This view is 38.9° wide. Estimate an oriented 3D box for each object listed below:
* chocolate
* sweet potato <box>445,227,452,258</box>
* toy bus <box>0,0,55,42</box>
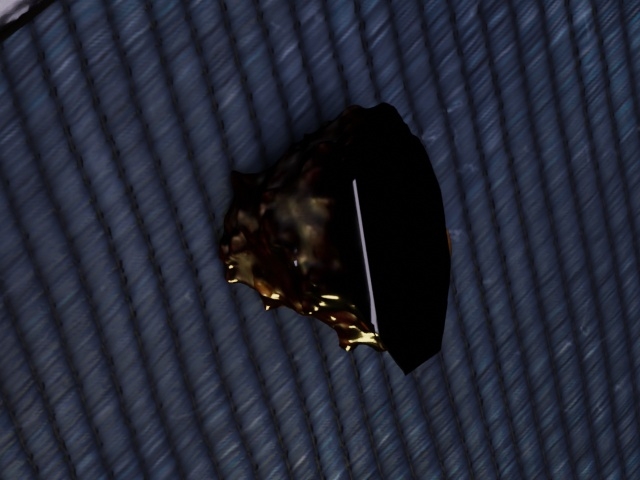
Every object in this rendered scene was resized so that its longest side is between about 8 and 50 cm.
[{"bbox_3d":[0.000,0.000,0.809,0.177,0.206,0.224,-6,94,26],"label":"chocolate"},{"bbox_3d":[0.106,0.030,0.890,0.034,0.034,0.095,20,103,-22],"label":"sweet potato"},{"bbox_3d":[-0.257,-0.195,0.701,0.172,0.057,0.072,-42,106,-10],"label":"toy bus"}]
